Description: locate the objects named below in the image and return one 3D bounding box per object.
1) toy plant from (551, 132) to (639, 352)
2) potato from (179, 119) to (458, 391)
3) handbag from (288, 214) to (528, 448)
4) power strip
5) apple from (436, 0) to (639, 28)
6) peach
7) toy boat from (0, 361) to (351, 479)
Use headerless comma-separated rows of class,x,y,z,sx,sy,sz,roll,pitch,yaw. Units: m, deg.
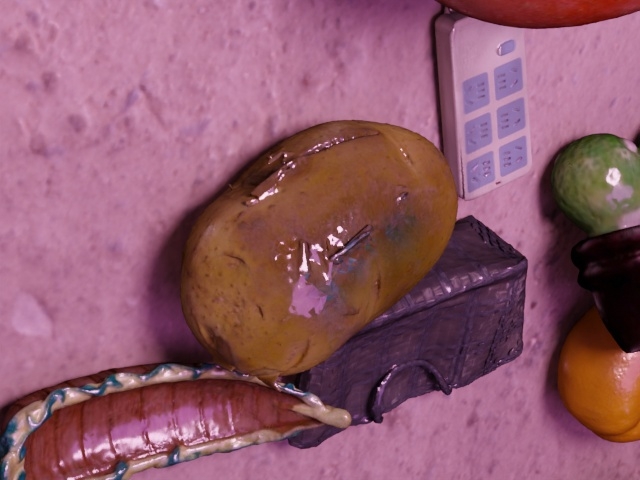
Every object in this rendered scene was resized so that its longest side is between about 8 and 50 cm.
toy plant,0.330,-0.019,1.241,0.218,0.175,0.235,-7,82,-23
potato,0.000,0.000,1.038,0.248,0.143,0.169,-33,119,-19
handbag,0.087,0.086,1.196,0.270,0.088,0.175,-18,131,-25
power strip,0.143,-0.125,1.144,0.081,0.035,0.192,-24,126,-22
apple,0.167,-0.312,0.881,0.349,0.277,0.348,2,100,10
peach,0.330,0.129,1.364,0.179,0.103,0.179,-18,126,-26
toy boat,-0.126,0.148,1.073,0.293,0.099,0.108,-7,118,-23
